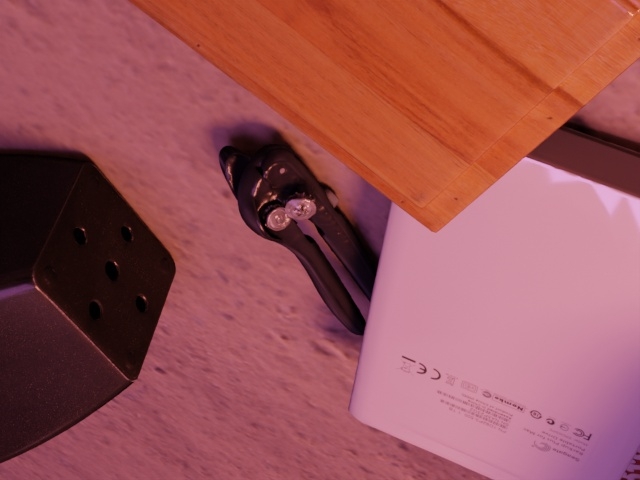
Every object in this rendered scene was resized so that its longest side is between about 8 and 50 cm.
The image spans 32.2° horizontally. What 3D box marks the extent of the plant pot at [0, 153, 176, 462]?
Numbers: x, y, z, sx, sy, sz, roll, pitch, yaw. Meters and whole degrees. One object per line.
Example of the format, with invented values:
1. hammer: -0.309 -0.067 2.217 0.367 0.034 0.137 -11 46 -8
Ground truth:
1. plant pot: -0.225 0.042 0.863 0.167 0.187 0.188 -14 130 27

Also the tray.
1. tray: -0.048 -0.188 0.502 0.411 0.076 0.203 37 143 -5

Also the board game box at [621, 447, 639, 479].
1. board game box: 0.259 0.137 0.811 0.145 0.027 0.281 -2 136 35

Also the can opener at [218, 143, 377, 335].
1. can opener: 0.000 0.000 0.779 0.059 0.073 0.186 -36 124 9

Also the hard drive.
1. hard drive: 0.132 0.056 0.730 0.203 0.040 0.307 22 138 12
